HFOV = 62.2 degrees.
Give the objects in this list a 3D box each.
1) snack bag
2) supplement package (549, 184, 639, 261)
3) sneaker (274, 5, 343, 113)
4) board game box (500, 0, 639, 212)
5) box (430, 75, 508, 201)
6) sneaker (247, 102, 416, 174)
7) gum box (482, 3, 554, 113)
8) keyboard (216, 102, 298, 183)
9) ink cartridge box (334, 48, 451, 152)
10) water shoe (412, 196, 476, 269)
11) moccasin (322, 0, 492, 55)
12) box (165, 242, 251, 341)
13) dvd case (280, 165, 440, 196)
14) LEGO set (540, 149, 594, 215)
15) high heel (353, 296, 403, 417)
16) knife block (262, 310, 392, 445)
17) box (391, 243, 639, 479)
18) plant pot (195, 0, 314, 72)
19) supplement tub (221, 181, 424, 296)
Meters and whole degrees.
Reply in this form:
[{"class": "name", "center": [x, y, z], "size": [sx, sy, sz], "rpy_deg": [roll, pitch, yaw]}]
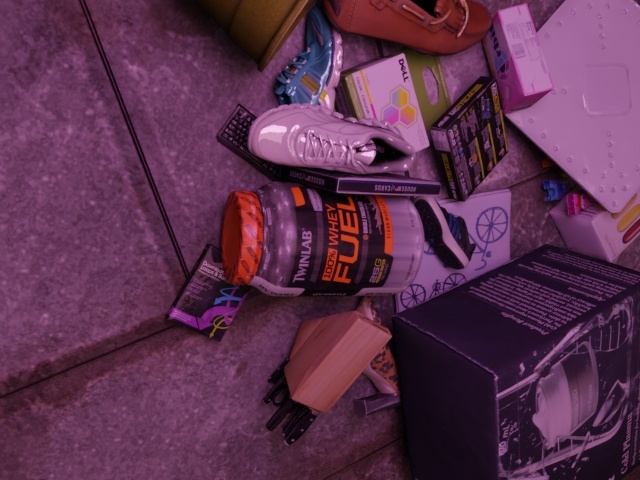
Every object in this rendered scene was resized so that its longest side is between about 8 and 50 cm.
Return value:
[{"class": "snack bag", "center": [0.308, 0.070, 1.217], "size": [0.323, 0.037, 0.342], "rpy_deg": [-12, 107, -19]}, {"class": "supplement package", "center": [0.710, -0.086, 1.291], "size": [0.244, 0.134, 0.139], "rpy_deg": [-42, 114, -8]}, {"class": "sneaker", "center": [-0.026, -0.285, 0.952], "size": [0.110, 0.107, 0.275], "rpy_deg": [7, 95, -18]}, {"class": "board game box", "center": [0.615, -0.324, 1.167], "size": [0.390, 0.050, 0.390], "rpy_deg": [42, 85, -3]}, {"class": "box", "center": [0.315, -0.208, 1.100], "size": [0.184, 0.045, 0.190], "rpy_deg": [-48, 133, -22]}, {"class": "sneaker", "center": [0.025, -0.163, 0.893], "size": [0.292, 0.118, 0.110], "rpy_deg": [0, 115, -18]}, {"class": "gum box", "center": [0.390, -0.366, 1.067], "size": [0.062, 0.107, 0.188], "rpy_deg": [-15, 86, -3]}, {"class": "keyboard", "center": [-0.094, -0.182, 0.997], "size": [0.180, 0.023, 0.108], "rpy_deg": [35, 88, -26]}, {"class": "ink cartridge box", "center": [0.165, -0.274, 1.041], "size": [0.255, 0.097, 0.188], "rpy_deg": [-26, 111, -14]}, {"class": "water shoe", "center": [0.262, -0.031, 1.129], "size": [0.080, 0.073, 0.203], "rpy_deg": [-50, 120, -28]}, {"class": "moccasin", "center": [0.183, -0.433, 0.951], "size": [0.380, 0.147, 0.139], "rpy_deg": [0, 59, -34]}, {"class": "box", "center": [-0.204, 0.101, 1.016], "size": [0.116, 0.029, 0.162], "rpy_deg": [29, 89, -26]}, {"class": "dvd case", "center": [0.073, -0.111, 0.970], "size": [0.239, 0.179, 0.029], "rpy_deg": [-1, 104, -36]}, {"class": "LEGO set", "center": [0.579, -0.171, 1.241], "size": [0.093, 0.087, 0.227], "rpy_deg": [-5, 90, -27]}, {"class": "high heel", "center": [0.144, 0.247, 1.186], "size": [0.186, 0.093, 0.261], "rpy_deg": [-1, 91, -45]}, {"class": "knife block", "center": [-0.003, 0.275, 1.032], "size": [0.088, 0.276, 0.242], "rpy_deg": [30, 60, -26]}, {"class": "box", "center": [0.442, 0.325, 1.144], "size": [0.472, 0.297, 0.479], "rpy_deg": [-20, 113, -24]}, {"class": "plant pot", "center": [-0.119, -0.503, 0.754], "size": [0.353, 0.366, 0.366], "rpy_deg": [36, 87, -14]}, {"class": "supplement tub", "center": [0.000, 0.000, 0.978], "size": [0.338, 0.207, 0.207], "rpy_deg": [1, 102, -23]}]
